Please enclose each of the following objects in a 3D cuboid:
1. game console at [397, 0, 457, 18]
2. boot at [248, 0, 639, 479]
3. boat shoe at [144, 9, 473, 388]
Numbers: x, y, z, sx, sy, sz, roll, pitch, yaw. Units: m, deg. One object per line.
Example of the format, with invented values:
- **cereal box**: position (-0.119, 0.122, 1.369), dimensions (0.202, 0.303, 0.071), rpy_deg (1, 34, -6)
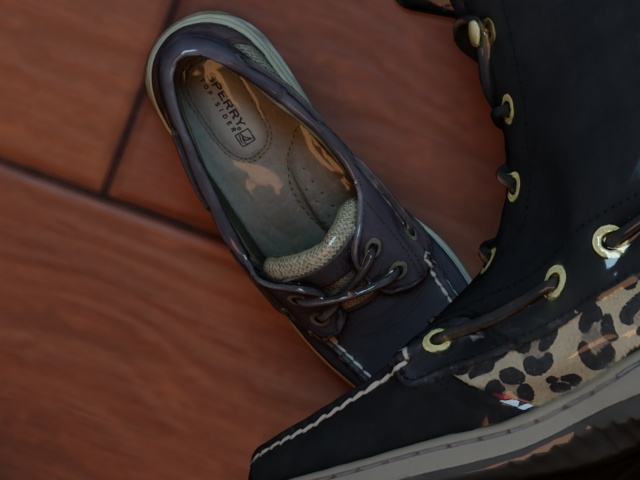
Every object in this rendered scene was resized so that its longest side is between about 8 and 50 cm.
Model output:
- **game console**: position (0.117, -0.170, 1.038), dimensions (0.144, 0.124, 0.085), rpy_deg (10, 78, 1)
- **boot**: position (0.107, -0.014, 0.970), dimensions (0.377, 0.138, 0.284), rpy_deg (-28, 58, 33)
- **boat shoe**: position (0.000, 0.000, 1.080), dimensions (0.103, 0.092, 0.285), rpy_deg (-34, 98, 12)
